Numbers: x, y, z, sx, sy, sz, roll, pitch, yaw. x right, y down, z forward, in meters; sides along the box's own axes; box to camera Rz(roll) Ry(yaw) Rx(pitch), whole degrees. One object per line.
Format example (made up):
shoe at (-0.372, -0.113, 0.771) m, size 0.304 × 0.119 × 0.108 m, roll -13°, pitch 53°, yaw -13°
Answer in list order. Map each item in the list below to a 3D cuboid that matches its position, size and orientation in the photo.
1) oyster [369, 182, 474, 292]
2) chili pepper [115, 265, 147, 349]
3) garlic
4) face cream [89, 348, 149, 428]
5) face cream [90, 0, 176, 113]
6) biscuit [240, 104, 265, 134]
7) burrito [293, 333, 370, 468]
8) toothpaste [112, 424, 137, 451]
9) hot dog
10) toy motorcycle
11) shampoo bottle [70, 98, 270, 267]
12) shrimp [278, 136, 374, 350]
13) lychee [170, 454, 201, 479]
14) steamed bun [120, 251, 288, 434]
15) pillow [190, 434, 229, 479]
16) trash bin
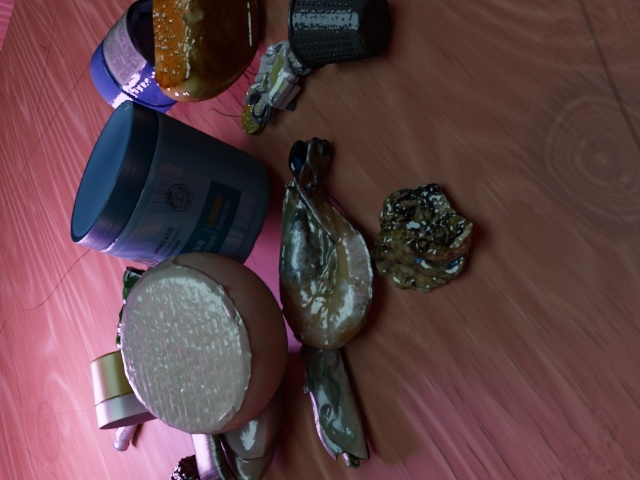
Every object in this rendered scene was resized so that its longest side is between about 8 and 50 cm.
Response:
oyster at (0.170, 0.005, 1.134) m, size 0.214 × 0.083 × 0.223 m, roll 48°, pitch 128°, yaw 38°
chili pepper at (-0.553, 0.225, 1.856) m, size 0.136 × 0.099 × 0.271 m, roll 15°, pitch 94°, yaw 20°
garlic at (-0.191, 0.409, 1.450) m, size 0.325 × 0.132 × 0.279 m, roll 37°, pitch 115°, yaw 37°
face cream at (-0.519, 0.408, 1.726) m, size 0.218 × 0.218 × 0.180 m, roll -33°, pitch 66°, yaw 40°
face cream at (-0.455, -0.482, 1.658) m, size 0.225 × 0.248 × 0.249 m, roll -27°, pitch 70°, yaw 43°
biscuit at (-0.164, -0.302, 1.517) m, size 0.084 × 0.023 × 0.084 m, roll -1°, pitch 88°, yaw 47°
burrito at (0.021, 0.313, 1.277) m, size 0.096 × 0.066 × 0.309 m, roll -22°, pitch 69°, yaw 11°
toothpaste at (-0.582, 0.538, 1.912) m, size 0.089 × 0.057 × 0.234 m, roll 32°, pitch 104°, yaw 42°
hot dog at (-0.272, -0.538, 1.493) m, size 0.185 × 0.223 × 0.406 m, roll 10°, pitch 104°, yaw 47°
toy motorcycle at (-0.099, -0.378, 1.417) m, size 0.228 × 0.074 × 0.151 m, roll -43°, pitch 60°, yaw 35°
shampoo bottle at (-0.337, -0.099, 1.410) m, size 0.331 × 0.342 × 0.332 m, roll -31°, pitch 48°, yaw 43°
shrimp at (0.000, 0.000, 1.271) m, size 0.221 × 0.109 × 0.446 m, roll -14°, pitch 77°, yaw 33°
lychee at (-0.286, 0.606, 1.506) m, size 0.188 × 0.188 × 0.188 m, roll -1°, pitch 88°, yaw 46°
steamed bun at (-0.227, 0.206, 1.297) m, size 0.374 × 0.241 × 0.375 m, roll 3°, pitch 97°, yaw 27°
pillow at (-0.259, 0.453, 1.402) m, size 0.113 × 0.038 × 0.204 m, roll -40°, pitch 60°, yaw 42°
trash bin at (0.047, -0.427, 1.218) m, size 0.160 × 0.175 × 0.176 m, roll 11°, pitch 97°, yaw 35°
